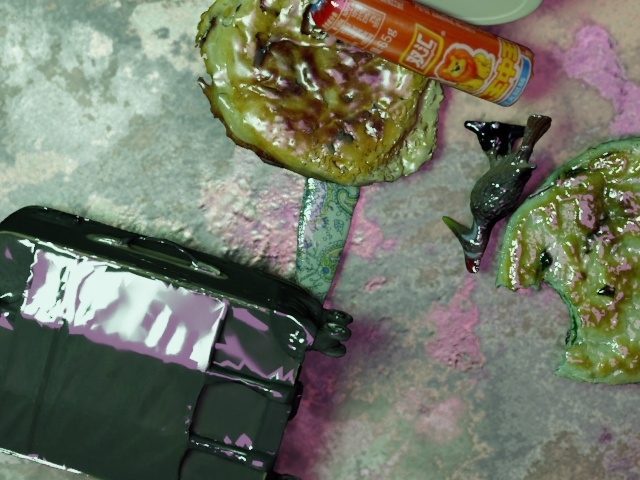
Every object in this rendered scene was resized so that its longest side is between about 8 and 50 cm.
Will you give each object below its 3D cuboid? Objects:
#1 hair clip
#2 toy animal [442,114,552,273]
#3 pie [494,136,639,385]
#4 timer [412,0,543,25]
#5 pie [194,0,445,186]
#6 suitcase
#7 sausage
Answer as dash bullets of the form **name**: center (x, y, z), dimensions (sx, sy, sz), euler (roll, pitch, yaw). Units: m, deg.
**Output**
- **hair clip**: center (0.001, 0.000, 1.946), dimensions (0.066, 0.036, 0.229), euler (10, 99, -16)
- **toy animal**: center (0.197, -0.059, 1.913), dimensions (0.070, 0.105, 0.202), euler (11, 105, -34)
- **pie**: center (0.357, 0.026, 1.931), dimensions (0.303, 0.067, 0.302), euler (0, 98, 3)
- **timer**: center (0.171, -0.387, 1.816), dimensions (0.175, 0.175, 0.266), euler (10, 72, 0)
- **pie**: center (0.011, -0.207, 1.884), dimensions (0.308, 0.085, 0.308), euler (-1, 96, -6)
- **suitcase**: center (-0.201, 0.130, 1.887), dimensions (0.434, 0.194, 0.283), euler (16, 104, -1)
- **sausage**: center (0.100, -0.220, 1.813), dimensions (0.274, 0.074, 0.074), euler (20, 99, -23)
